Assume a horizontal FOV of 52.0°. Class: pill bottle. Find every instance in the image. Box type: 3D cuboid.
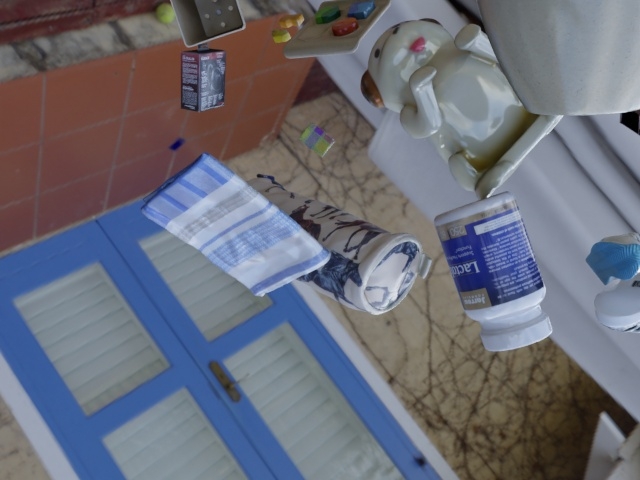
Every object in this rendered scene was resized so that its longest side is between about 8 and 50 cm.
[{"bbox_3d":[0.317,0.056,1.192,0.153,0.264,0.153,-19,179,0],"label":"pill bottle"}]

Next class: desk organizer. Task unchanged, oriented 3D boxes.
[{"bbox_3d":[0.544,-0.180,1.074,0.050,0.130,0.047,-9,133,-28],"label":"desk organizer"}]

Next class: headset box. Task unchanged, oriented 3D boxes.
[{"bbox_3d":[-0.155,-0.218,0.870,0.062,0.032,0.083,-38,137,-58],"label":"headset box"}]

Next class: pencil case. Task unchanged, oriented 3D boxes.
[{"bbox_3d":[0.000,0.000,1.251,0.184,0.411,0.159,-28,129,-39],"label":"pencil case"}]

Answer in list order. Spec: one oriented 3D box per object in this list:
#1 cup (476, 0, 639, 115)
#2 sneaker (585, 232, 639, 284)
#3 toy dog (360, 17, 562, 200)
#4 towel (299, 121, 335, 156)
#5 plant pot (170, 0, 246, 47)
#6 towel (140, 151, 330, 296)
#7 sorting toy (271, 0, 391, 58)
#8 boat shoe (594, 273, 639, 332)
[{"bbox_3d":[0.381,-0.308,0.938,0.332,0.236,0.331,-4,-163,1],"label":"cup"},{"bbox_3d":[0.565,0.022,1.220,0.092,0.087,0.229,-35,168,4],"label":"sneaker"},{"bbox_3d":[0.286,-0.313,1.400,0.284,0.408,0.395,-49,171,8],"label":"toy dog"},{"bbox_3d":[-0.009,-0.269,1.755,0.060,0.083,0.009,-53,175,14],"label":"towel"},{"bbox_3d":[-0.187,-0.401,1.137,0.109,0.108,0.096,-16,-169,10],"label":"plant pot"},{"bbox_3d":[-0.144,-0.014,1.112,0.209,0.285,0.034,-27,-147,40],"label":"towel"},{"bbox_3d":[-0.002,-0.534,1.624,0.229,0.308,0.041,-60,140,-33],"label":"sorting toy"},{"bbox_3d":[0.644,0.145,1.365,0.108,0.102,0.301,5,-165,33],"label":"boat shoe"}]
